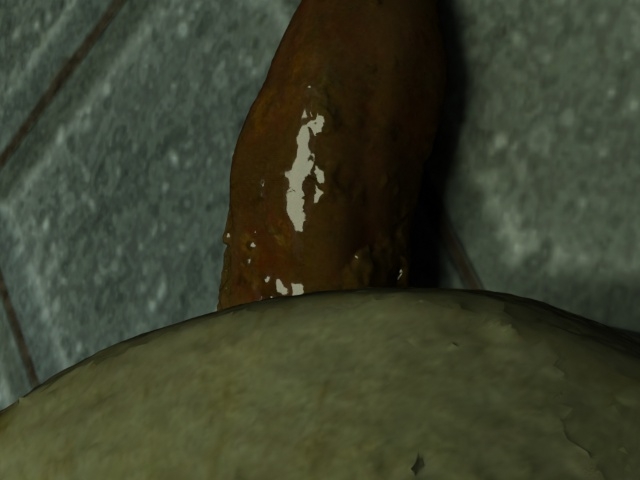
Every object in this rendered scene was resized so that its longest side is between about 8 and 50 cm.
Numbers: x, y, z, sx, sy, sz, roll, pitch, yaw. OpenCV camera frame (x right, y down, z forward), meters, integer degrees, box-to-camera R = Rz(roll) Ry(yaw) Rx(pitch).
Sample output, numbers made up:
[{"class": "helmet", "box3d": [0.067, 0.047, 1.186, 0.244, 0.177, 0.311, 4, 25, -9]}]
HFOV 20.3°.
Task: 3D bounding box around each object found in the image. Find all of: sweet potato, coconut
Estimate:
[{"class": "sweet potato", "box3d": [0.001, -0.004, 0.848, 0.106, 0.095, 0.355, 144, 135, -88]}, {"class": "coconut", "box3d": [0.023, 0.191, 0.637, 0.415, 0.415, 0.345, -30, 74, 42]}]
